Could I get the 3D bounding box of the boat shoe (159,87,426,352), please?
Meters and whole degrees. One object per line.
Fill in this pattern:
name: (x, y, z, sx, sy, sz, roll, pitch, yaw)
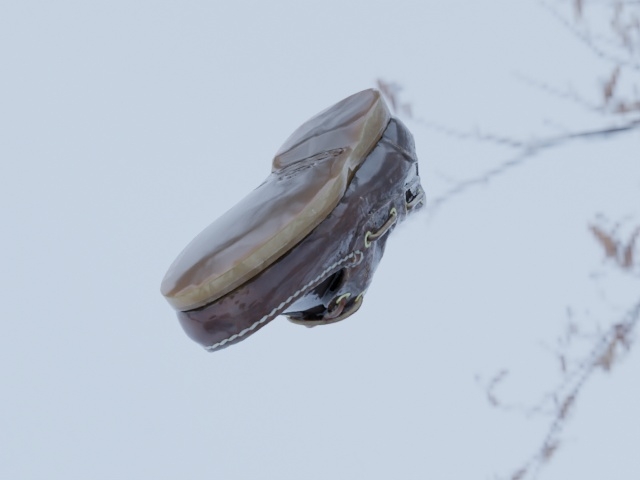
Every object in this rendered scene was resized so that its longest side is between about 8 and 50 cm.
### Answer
boat shoe: (0.000, 0.000, 0.841, 0.073, 0.073, 0.207, -17, -163, 31)
